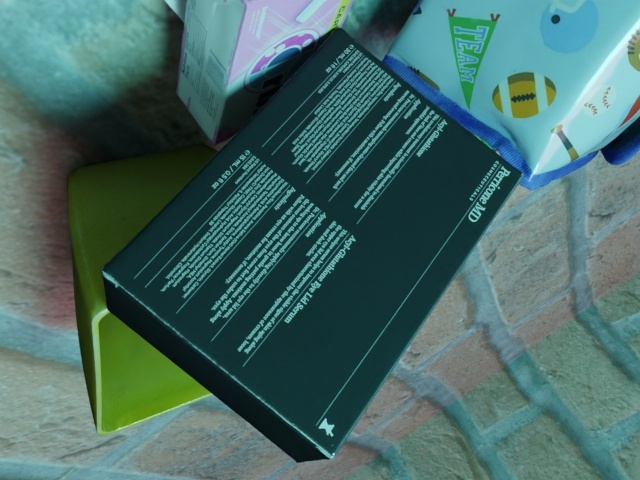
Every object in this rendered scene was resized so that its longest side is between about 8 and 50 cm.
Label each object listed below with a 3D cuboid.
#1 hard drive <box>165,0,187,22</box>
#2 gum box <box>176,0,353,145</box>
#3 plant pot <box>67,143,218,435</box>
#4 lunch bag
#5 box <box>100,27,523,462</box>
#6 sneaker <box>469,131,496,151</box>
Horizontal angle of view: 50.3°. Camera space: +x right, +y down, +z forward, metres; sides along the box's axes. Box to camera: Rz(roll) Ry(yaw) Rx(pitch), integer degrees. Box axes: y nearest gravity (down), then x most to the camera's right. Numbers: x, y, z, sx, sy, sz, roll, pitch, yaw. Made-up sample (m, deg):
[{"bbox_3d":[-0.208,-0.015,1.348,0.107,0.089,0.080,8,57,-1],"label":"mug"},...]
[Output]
[{"bbox_3d":[-0.015,-0.294,0.462,0.308,0.040,0.203,-37,151,5],"label":"hard drive"},{"bbox_3d":[-0.045,-0.158,0.527,0.107,0.062,0.188,-31,170,-25],"label":"gum box"},{"bbox_3d":[-0.142,0.028,0.663,0.212,0.187,0.212,-16,146,-28],"label":"plant pot"},{"bbox_3d":[0.301,-0.246,0.670,0.386,0.239,0.327,-20,151,-53],"label":"lunch bag"},{"bbox_3d":[0.000,0.000,0.505,0.261,0.184,0.103,-50,177,-25],"label":"box"},{"bbox_3d":[0.088,-0.109,0.721,0.134,0.146,0.344,-34,180,38],"label":"sneaker"}]
